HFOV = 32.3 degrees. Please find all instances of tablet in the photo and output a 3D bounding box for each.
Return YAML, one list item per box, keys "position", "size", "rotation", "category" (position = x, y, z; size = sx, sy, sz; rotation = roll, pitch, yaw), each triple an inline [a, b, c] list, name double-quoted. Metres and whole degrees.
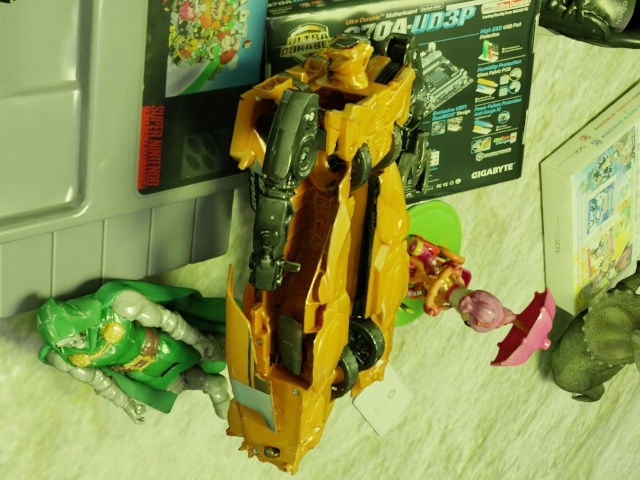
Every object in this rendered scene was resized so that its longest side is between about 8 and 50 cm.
- position: [0.063, 0.158, 1.095]
  size: [0.054, 0.006, 0.083]
  rotation: [-50, 141, -13]
  category: "tablet"

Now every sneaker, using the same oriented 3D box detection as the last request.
- position: [0.191, -0.220, 0.901]
  size: [0.283, 0.124, 0.107]
  rotation: [2, 111, -48]
  category: "sneaker"

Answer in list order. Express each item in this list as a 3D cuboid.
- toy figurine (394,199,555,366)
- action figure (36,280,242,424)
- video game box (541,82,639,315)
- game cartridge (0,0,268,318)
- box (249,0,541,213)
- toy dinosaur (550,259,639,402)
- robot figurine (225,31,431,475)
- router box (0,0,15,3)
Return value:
- position: [0.127, 0.047, 0.971]
  size: [0.173, 0.159, 0.130]
  rotation: [23, 95, -51]
  category: "toy figurine"
- position: [-0.115, 0.076, 0.760]
  size: [0.137, 0.063, 0.232]
  rotation: [-42, 150, 12]
  category: "action figure"
- position: [0.319, -0.047, 1.215]
  size: [0.187, 0.048, 0.205]
  rotation: [-39, 137, -27]
  category: "video game box"
- position: [-0.130, -0.131, 0.658]
  size: [0.230, 0.068, 0.355]
  rotation: [-14, 123, -38]
  category: "game cartridge"
- position: [0.054, -0.108, 0.823]
  size: [0.220, 0.051, 0.175]
  rotation: [-14, 126, -18]
  category: "box"
- position: [0.326, 0.115, 1.276]
  size: [0.160, 0.121, 0.313]
  rotation: [-23, 166, -26]
  category: "toy dinosaur"
- position: [0.000, 0.000, 0.743]
  size: [0.211, 0.085, 0.291]
  rotation: [-38, 138, -52]
  category: "robot figurine"
- position: [-0.119, -0.217, 0.534]
  size: [0.179, 0.046, 0.133]
  rotation: [-42, 131, -29]
  category: "router box"
